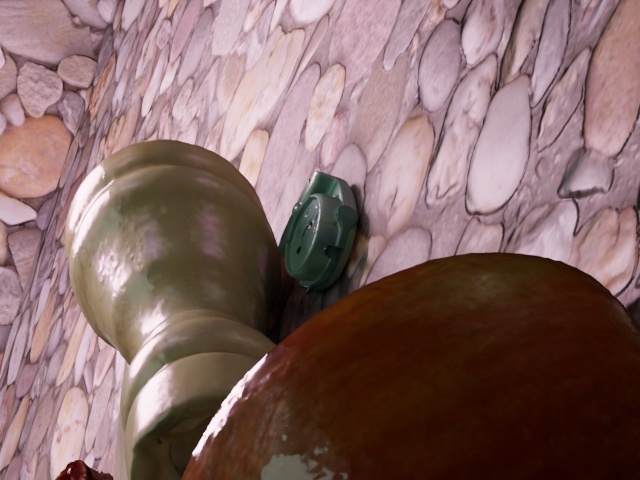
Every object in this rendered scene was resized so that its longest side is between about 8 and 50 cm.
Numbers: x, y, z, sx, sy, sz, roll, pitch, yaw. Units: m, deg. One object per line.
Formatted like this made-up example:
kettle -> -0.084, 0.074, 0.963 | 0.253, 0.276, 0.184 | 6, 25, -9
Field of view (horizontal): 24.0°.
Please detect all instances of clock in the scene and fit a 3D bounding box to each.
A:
clock -> 0.000, 0.000, 1.463 | 0.101, 0.041, 0.135 | -64, 20, 21

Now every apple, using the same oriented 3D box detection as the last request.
apple -> 0.061, 0.151, 0.873 | 0.346, 0.254, 0.179 | -47, -16, -3

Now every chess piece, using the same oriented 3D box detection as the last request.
chess piece -> -0.117, 0.099, 1.449 | 0.234, 0.234, 0.442 | -63, 25, 22

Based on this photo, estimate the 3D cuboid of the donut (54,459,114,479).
donut -> -0.311, 0.392, 1.881 | 0.235, 0.089, 0.235 | -53, 26, 40

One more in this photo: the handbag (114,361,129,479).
handbag -> -0.182, 0.270, 1.703 | 0.241, 0.109, 0.315 | -111, 30, -64
